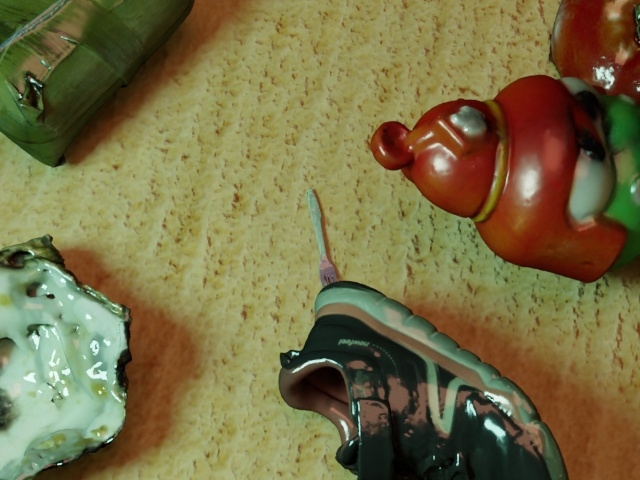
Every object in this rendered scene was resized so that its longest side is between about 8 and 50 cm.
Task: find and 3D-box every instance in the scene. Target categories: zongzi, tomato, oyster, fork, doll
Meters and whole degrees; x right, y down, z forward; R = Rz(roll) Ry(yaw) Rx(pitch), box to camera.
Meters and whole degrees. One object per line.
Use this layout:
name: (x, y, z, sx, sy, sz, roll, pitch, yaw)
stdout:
zongzi: (-0.281, -0.231, 1.734, 0.274, 0.125, 0.251, 32, 65, 22)
tomato: (0.335, -0.199, 1.750, 0.227, 0.101, 0.228, 0, 62, 1)
oyster: (-0.263, 0.116, 1.554, 0.223, 0.083, 0.214, -38, 64, -15)
fork: (0.000, 0.001, 1.672, 0.016, 0.012, 0.115, -6, 55, -10)
doll: (0.215, -0.055, 1.613, 0.363, 0.160, 0.183, 11, 57, -17)

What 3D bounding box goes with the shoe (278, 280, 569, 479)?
shoe: (0.079, 0.156, 1.522, 0.291, 0.114, 0.137, 37, 60, 20)
